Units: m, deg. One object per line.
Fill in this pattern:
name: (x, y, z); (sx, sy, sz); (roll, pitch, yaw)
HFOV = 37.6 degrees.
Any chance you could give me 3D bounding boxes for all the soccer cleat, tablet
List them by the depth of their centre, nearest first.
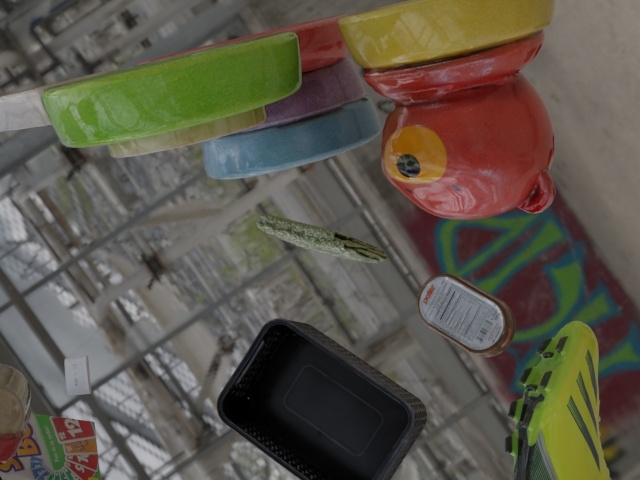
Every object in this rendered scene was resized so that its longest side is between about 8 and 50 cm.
soccer cleat: (0.254, 0.227, 0.961); (0.121, 0.289, 0.093); (17, 161, -3)
tablet: (-0.346, 0.192, 1.335); (0.083, 0.006, 0.054); (-16, 79, 53)

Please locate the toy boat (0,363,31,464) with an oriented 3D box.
toy boat: (-0.341, 0.178, 0.820); (0.151, 0.151, 0.231); (17, 176, -13)

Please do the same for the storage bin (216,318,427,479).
storage bin: (0.003, 0.172, 0.950); (0.180, 0.122, 0.084); (33, -178, 18)

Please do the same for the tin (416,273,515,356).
tin: (0.250, 0.127, 1.636); (0.190, 0.106, 0.040); (31, -176, 36)

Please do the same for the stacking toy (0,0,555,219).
stacking toy: (-0.032, -0.059, 0.573); (0.309, 0.280, 0.130); (8, 116, 58)

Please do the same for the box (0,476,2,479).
box: (-0.543, 0.534, 1.098); (0.472, 0.480, 0.297); (47, 173, 22)

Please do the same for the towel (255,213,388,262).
towel: (0.000, 0.000, 1.159); (0.148, 0.027, 0.110); (15, 176, 40)

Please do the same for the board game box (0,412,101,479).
board game box: (-0.476, 0.338, 1.512); (0.259, 0.039, 0.124); (17, -135, -40)
